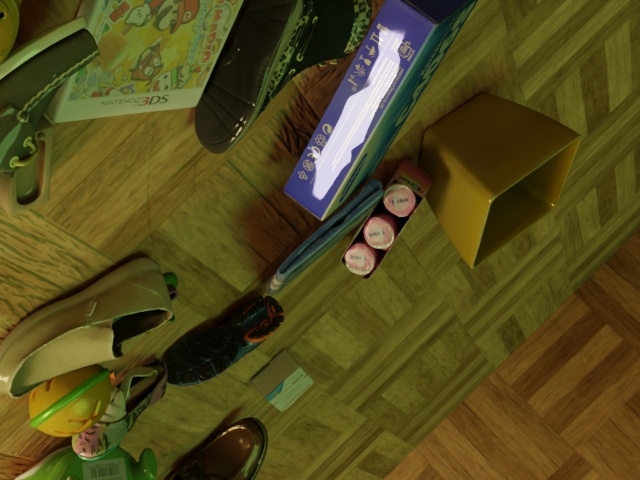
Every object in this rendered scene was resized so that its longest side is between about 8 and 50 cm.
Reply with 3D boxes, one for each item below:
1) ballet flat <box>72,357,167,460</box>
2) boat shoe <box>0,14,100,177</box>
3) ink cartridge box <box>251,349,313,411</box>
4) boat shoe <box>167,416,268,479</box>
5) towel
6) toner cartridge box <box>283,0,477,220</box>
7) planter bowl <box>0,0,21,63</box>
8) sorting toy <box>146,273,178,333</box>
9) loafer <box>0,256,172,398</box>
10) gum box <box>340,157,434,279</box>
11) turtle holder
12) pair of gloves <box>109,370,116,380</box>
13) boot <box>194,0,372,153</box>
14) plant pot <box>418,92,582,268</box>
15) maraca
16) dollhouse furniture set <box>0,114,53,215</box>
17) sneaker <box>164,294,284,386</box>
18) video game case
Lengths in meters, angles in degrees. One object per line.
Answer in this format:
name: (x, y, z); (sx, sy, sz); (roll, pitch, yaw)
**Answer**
ballet flat: (-0.295, 0.237, 1.623); (0.221, 0.077, 0.079); (-42, 149, -58)
boat shoe: (-0.319, -0.090, 1.017); (0.305, 0.091, 0.109); (-39, -168, -4)
ink cartridge box: (-0.071, 0.268, 2.085); (0.088, 0.052, 0.122); (-42, 155, -5)
boat shoe: (-0.221, 0.462, 2.088); (0.307, 0.111, 0.104); (-50, 157, 13)
towel: (0.000, 0.000, 1.672); (0.209, 0.034, 0.285); (-41, 178, -9)
toner cartridge box: (0.080, -0.197, 1.463); (0.165, 0.075, 0.348); (-42, 167, -49)
planter bowl: (-0.320, -0.187, 0.908); (0.217, 0.090, 0.217); (-35, 154, -20)
sorting toy: (-0.231, 0.098, 1.567); (0.102, 0.042, 0.061); (-47, 156, 5)
loafer: (-0.306, 0.123, 1.427); (0.268, 0.092, 0.102); (-36, 155, -18)
gum box: (0.107, -0.033, 1.819); (0.188, 0.062, 0.107); (-58, 180, 27)
turtle holder: (-0.358, 0.471, 1.663); (0.227, 0.320, 0.243); (-16, -164, 33)
pair of gloves: (-0.339, 0.237, 1.660); (0.074, 0.010, 0.083); (-32, 154, -26)
boot: (-0.041, -0.209, 1.321); (0.178, 0.085, 0.236); (-16, 143, -51)
plant pot: (0.281, -0.120, 1.848); (0.212, 0.187, 0.212); (-34, 155, -22)
maraca: (-0.349, 0.219, 1.519); (0.127, 0.099, 0.185); (-33, 180, -21)
dollhouse furniture set: (-0.323, -0.020, 1.128); (0.151, 0.123, 0.144); (-27, 151, -35)
sneaker: (-0.156, 0.174, 1.771); (0.221, 0.083, 0.087); (-27, 164, -23)
video game case: (-0.171, -0.228, 1.156); (0.206, 0.026, 0.227); (-15, 143, -48)
